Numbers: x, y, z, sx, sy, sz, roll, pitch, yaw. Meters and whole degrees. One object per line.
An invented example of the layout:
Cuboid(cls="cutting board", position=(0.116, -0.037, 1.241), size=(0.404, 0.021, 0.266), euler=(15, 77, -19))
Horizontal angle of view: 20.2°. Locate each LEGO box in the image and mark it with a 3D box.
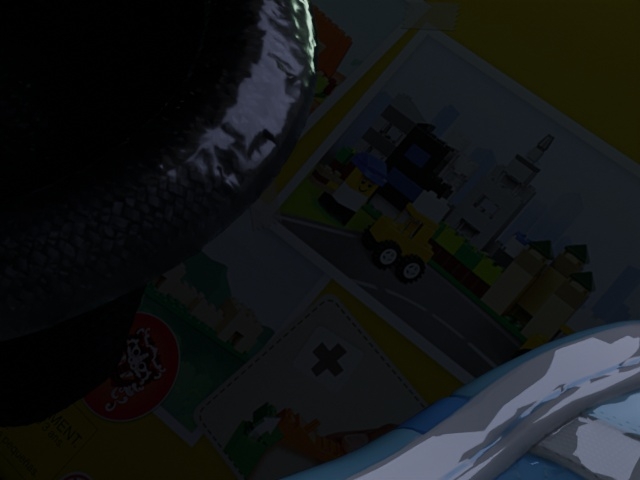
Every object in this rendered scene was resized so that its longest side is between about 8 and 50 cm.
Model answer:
Cuboid(cls="LEGO box", position=(0.000, 0.000, 0.874), size=(0.500, 0.372, 0.193), euler=(42, -3, 30))

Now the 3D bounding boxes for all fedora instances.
Cuboid(cls="fedora", position=(-0.158, -0.040, 0.681), size=(0.334, 0.334, 0.152), euler=(41, -33, 34))

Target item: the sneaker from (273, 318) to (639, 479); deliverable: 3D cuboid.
Cuboid(cls="sneaker", position=(0.074, 0.152, 0.537), size=(0.319, 0.127, 0.208), euler=(-21, 60, -41))
